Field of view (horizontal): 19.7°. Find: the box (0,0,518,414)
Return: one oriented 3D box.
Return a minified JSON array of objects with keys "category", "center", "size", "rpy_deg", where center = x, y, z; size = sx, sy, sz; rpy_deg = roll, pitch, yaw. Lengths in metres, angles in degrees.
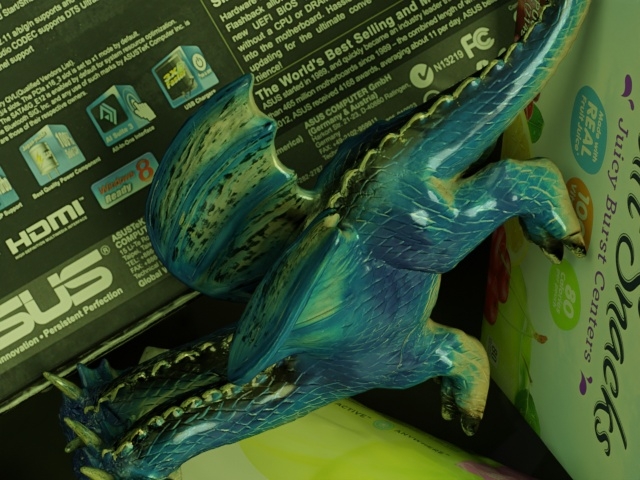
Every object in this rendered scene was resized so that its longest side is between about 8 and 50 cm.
[{"category":"box","center":[-0.044,-0.161,0.707],"size":[0.395,0.097,0.318],"rpy_deg":[-31,94,0]}]

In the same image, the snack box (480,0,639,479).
[{"category":"snack box","center":[0.124,-0.008,0.609],"size":[0.174,0.070,0.207],"rpy_deg":[-126,33,-55]}]

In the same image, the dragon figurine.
[{"category":"dragon figurine","center":[0.000,0.000,0.607],"size":[0.085,0.144,0.289],"rpy_deg":[59,138,36]}]

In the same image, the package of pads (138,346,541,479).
[{"category":"package of pads","center":[0.018,0.184,0.694],"size":[0.297,0.101,0.229],"rpy_deg":[20,85,32]}]

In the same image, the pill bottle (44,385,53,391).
[{"category":"pill bottle","center":[-0.104,-0.063,0.823],"size":[0.136,0.136,0.245],"rpy_deg":[30,90,33]}]
